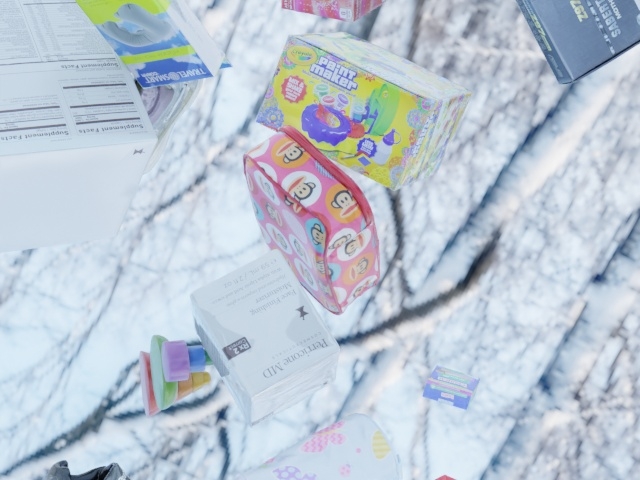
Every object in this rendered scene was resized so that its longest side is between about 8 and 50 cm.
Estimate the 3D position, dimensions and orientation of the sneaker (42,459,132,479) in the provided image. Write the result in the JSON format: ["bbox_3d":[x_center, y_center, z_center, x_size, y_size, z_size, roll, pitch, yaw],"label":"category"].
[{"bbox_3d":[-0.254,0.341,1.734,0.234,0.106,0.078,19,-175,-19],"label":"sneaker"}]

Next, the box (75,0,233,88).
[{"bbox_3d":[-0.188,-0.236,1.523,0.109,0.178,0.042,-4,-130,32],"label":"box"}]

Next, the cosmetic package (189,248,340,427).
[{"bbox_3d":[-0.082,0.144,1.981,0.151,0.151,0.184,-28,-111,-14],"label":"cosmetic package"}]

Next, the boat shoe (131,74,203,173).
[{"bbox_3d":[-0.310,-0.265,2.513,0.118,0.320,0.103,32,-166,14],"label":"boat shoe"}]

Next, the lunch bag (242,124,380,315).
[{"bbox_3d":[-0.027,-0.039,2.172,0.120,0.293,0.258,-39,-118,-17],"label":"lunch bag"}]

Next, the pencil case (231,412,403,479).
[{"bbox_3d":[-0.031,0.319,1.702,0.273,0.113,0.124,-26,-157,-27],"label":"pencil case"}]

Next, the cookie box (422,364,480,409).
[{"bbox_3d":[0.253,0.283,2.623,0.091,0.040,0.107,16,-166,11],"label":"cookie box"}]

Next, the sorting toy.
[{"bbox_3d":[-0.227,0.224,2.333,0.126,0.127,0.365,-4,167,-16],"label":"sorting toy"}]

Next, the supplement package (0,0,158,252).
[{"bbox_3d":[-0.346,-0.151,1.601,0.198,0.199,0.263,-8,-120,-30],"label":"supplement package"}]

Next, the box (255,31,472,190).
[{"bbox_3d":[0.085,-0.246,2.485,0.290,0.177,0.279,28,-163,15],"label":"box"}]

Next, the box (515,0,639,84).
[{"bbox_3d":[0.379,-0.371,1.985,0.233,0.183,0.059,61,170,-9],"label":"box"}]

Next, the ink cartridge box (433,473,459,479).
[{"bbox_3d":[0.218,0.450,2.072,0.231,0.078,0.134,26,-132,-21],"label":"ink cartridge box"}]

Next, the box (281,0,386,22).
[{"bbox_3d":[0.022,-0.461,1.975,0.128,0.257,0.122,15,-148,25],"label":"box"}]
